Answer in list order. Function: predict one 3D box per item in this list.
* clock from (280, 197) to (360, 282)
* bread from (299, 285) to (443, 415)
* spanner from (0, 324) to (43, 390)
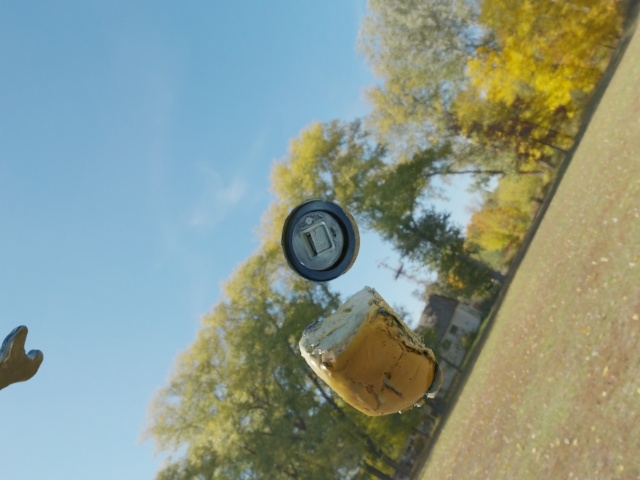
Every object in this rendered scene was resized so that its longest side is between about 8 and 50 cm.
[{"bbox_3d":[0.000,0.000,0.522,0.017,0.085,0.085,-6,-60,-62],"label":"clock"},{"bbox_3d":[0.038,0.086,0.366,0.072,0.053,0.106,-36,-52,7],"label":"bread"},{"bbox_3d":[-0.261,0.132,0.350,0.254,0.015,0.054,-82,-10,-71],"label":"spanner"}]
